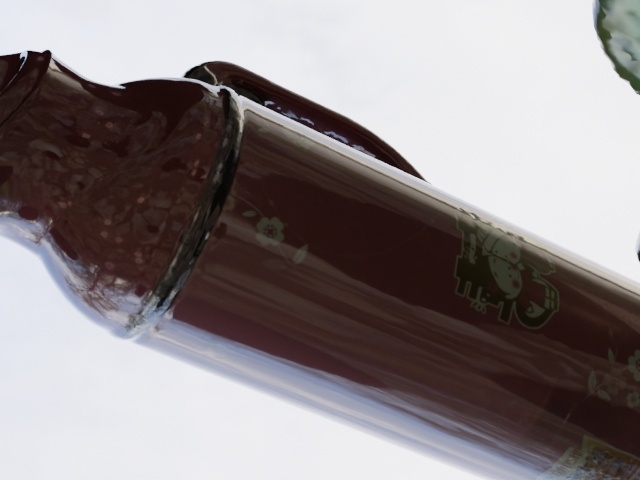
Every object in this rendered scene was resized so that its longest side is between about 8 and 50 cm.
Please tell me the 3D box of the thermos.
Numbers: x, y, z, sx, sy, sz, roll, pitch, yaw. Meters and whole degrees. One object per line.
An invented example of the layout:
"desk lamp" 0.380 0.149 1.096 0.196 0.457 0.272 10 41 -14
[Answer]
"thermos" 0.003 0.002 0.592 0.330 0.109 0.136 24 -104 -20

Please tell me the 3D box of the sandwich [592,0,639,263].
"sandwich" 0.165 -0.064 0.444 0.162 0.250 0.301 20 -163 -5
